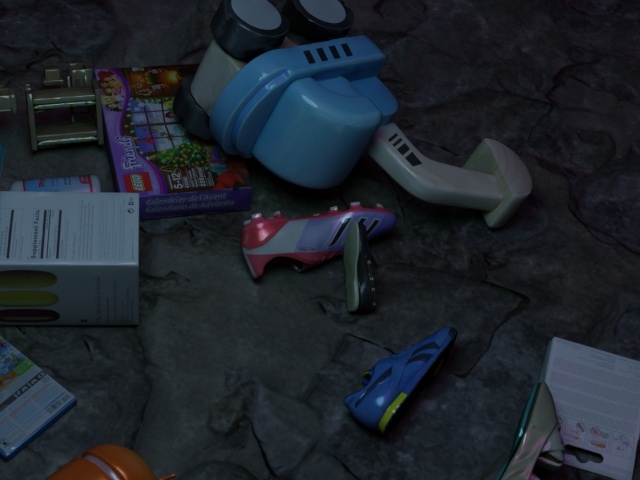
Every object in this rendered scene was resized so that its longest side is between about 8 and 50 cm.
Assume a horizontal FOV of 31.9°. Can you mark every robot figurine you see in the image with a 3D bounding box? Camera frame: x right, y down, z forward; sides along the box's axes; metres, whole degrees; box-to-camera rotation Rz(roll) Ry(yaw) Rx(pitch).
[{"bbox_3d":[-0.272,0.321,1.286,0.219,0.158,0.128,-35,79,-34],"label":"robot figurine"}]

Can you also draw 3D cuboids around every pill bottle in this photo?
[{"bbox_3d":[-0.397,-0.046,1.613,0.160,0.087,0.087,-5,50,-16],"label":"pill bottle"}]

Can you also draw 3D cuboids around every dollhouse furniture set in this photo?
[{"bbox_3d":[-0.445,-0.208,1.769,0.182,0.101,0.161,-6,26,-16],"label":"dollhouse furniture set"}]

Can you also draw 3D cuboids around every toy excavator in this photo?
[{"bbox_3d":[0.060,-0.166,1.718,0.433,0.222,0.445,-18,63,-44],"label":"toy excavator"}]

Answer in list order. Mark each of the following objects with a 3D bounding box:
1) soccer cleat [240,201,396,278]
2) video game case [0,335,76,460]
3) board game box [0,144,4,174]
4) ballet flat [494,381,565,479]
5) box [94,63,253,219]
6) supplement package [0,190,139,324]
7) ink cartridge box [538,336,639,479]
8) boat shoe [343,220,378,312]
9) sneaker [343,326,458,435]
[{"bbox_3d":[0.000,0.000,1.669,0.248,0.083,0.095,-5,80,-22],"label":"soccer cleat"},{"bbox_3d":[-0.416,0.195,1.445,0.166,0.015,0.119,35,52,19],"label":"video game case"},{"bbox_3d":[-0.578,0.004,1.434,0.336,0.079,0.253,-19,47,15],"label":"board game box"},{"bbox_3d":[0.269,0.296,1.445,0.086,0.086,0.248,26,58,12],"label":"ballet flat"},{"bbox_3d":[-0.237,-0.162,1.766,0.201,0.057,0.293,-6,51,-17],"label":"box"},{"bbox_3d":[-0.369,0.025,1.521,0.244,0.139,0.133,0,49,-9],"label":"supplement package"},{"bbox_3d":[0.373,0.237,1.556,0.146,0.045,0.179,16,66,3],"label":"ink cartridge box"},{"bbox_3d":[0.059,0.038,1.627,0.042,0.049,0.133,1,81,-21],"label":"boat shoe"},{"bbox_3d":[0.112,0.174,1.530,0.082,0.069,0.209,31,51,21],"label":"sneaker"}]
